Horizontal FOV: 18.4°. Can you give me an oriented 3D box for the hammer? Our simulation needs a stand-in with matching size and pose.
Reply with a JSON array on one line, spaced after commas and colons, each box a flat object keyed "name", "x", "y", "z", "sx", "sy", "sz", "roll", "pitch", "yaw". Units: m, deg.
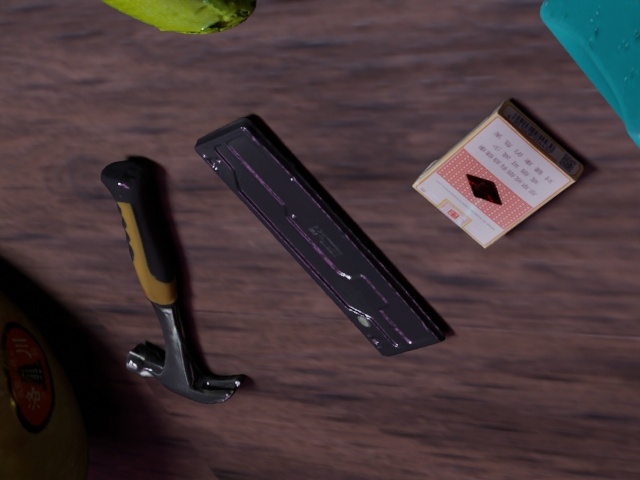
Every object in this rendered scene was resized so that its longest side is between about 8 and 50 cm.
[{"name": "hammer", "x": -0.087, "y": 0.028, "z": 1.107, "sx": 0.078, "sy": 0.021, "sz": 0.201, "roll": 23, "pitch": 147, "yaw": 23}]

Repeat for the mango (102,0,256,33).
[{"name": "mango", "x": -0.092, "y": -0.146, "z": 0.828, "sx": 0.165, "sy": 0.074, "sz": 0.091, "roll": 47, "pitch": 146, "yaw": -17}]

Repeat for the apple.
[{"name": "apple", "x": -0.273, "y": 0.117, "z": 1.250, "sx": 0.261, "sy": 0.194, "sz": 0.261, "roll": 31, "pitch": 147, "yaw": 23}]

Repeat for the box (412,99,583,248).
[{"name": "box", "x": 0.077, "y": -0.028, "z": 0.872, "sx": 0.046, "sy": 0.012, "sz": 0.083, "roll": 40, "pitch": 149, "yaw": -5}]

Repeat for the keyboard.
[{"name": "keyboard", "x": 0.000, "y": 0.000, "z": 0.991, "sx": 0.155, "sy": 0.010, "sz": 0.053, "roll": 48, "pitch": 147, "yaw": -17}]

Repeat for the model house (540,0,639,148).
[{"name": "model house", "x": 0.148, "y": -0.065, "z": 0.619, "sx": 0.100, "sy": 0.149, "sz": 0.127, "roll": 46, "pitch": 147, "yaw": -20}]
